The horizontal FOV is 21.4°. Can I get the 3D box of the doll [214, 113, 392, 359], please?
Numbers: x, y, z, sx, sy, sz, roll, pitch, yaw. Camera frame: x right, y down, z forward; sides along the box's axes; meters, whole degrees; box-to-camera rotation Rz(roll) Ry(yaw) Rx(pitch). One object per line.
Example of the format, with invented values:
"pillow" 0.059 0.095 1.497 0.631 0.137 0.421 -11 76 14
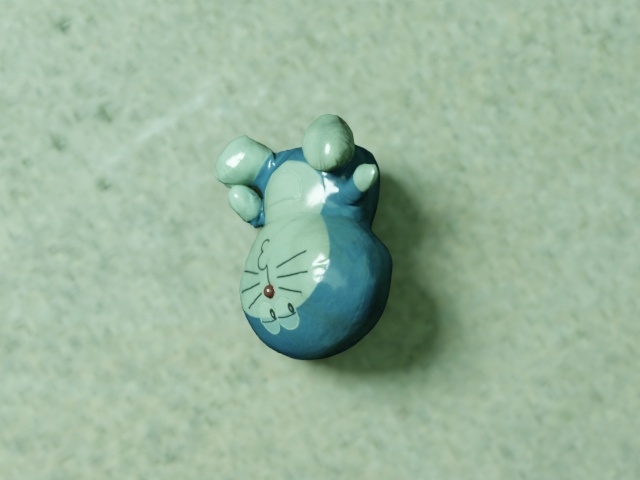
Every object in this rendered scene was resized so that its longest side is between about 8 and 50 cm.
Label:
"doll" 0.000 0.000 0.600 0.050 0.076 0.083 11 74 -35
